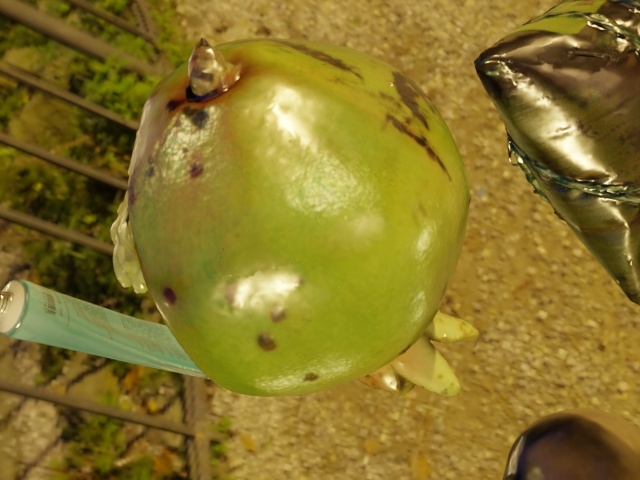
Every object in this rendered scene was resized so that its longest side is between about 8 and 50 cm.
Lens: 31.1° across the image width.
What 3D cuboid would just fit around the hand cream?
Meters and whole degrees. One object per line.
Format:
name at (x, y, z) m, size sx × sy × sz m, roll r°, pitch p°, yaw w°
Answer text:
hand cream at (-0.192, 0.078, 1.007) m, size 0.048 × 0.224 × 0.083 m, roll -58°, pitch 43°, yaw 12°

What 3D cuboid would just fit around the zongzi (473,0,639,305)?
zongzi at (0.366, -0.190, 1.201) m, size 0.362 × 0.319 × 0.383 m, roll -22°, pitch 28°, yaw 34°

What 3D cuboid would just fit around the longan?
longan at (0.355, 0.381, 1.608) m, size 0.243 × 0.300 × 0.300 m, roll -19°, pitch 58°, yaw 61°

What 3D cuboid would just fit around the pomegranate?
pomegranate at (0.000, 0.000, 0.830) m, size 0.260 × 0.341 × 0.260 m, roll -28°, pitch 40°, yaw 27°
